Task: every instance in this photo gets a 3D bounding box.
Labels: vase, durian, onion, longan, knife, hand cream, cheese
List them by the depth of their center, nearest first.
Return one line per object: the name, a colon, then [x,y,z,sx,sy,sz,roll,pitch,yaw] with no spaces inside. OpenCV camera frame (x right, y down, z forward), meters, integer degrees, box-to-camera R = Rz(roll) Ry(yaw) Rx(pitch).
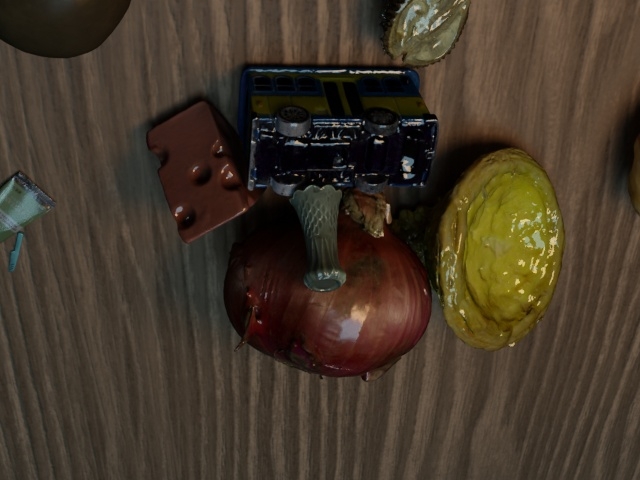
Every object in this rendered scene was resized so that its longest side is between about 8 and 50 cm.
longan: [-0.351,-0.363,1.260,0.258,0.258,0.258,-5,129,-6]
vase: [0.000,0.000,1.471,0.081,0.149,0.081,-4,154,-2]
durian: [0.159,-0.348,1.477,0.188,0.091,0.148,-37,138,14]
cheese: [-0.189,-0.115,1.563,0.128,0.203,0.177,-28,99,14]
hand cream: [-0.551,-0.016,1.635,0.235,0.055,0.086,-36,129,8]
onion: [0.008,0.090,1.640,0.353,0.354,0.354,-5,129,-6]
knife: [-0.519,0.020,1.696,0.014,0.005,0.091,10,126,-20]

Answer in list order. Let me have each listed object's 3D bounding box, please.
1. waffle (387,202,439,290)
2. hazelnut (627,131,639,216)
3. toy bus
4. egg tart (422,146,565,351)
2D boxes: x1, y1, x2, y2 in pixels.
waffle: [0.193,0.012,1.793,0.149,0.051,0.194,-7,128,0]
hazelnut: [0.636,-0.130,1.645,0.261,0.241,0.261,-7,125,-10]
toy bus: [0.023,-0.171,1.535,0.287,0.175,0.138,-1,129,-10]
egg tart: [0.280,0.015,1.695,0.345,0.132,0.345,-6,98,-43]
